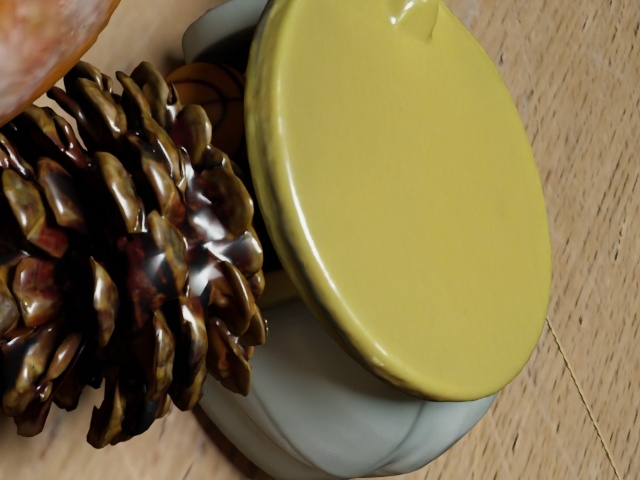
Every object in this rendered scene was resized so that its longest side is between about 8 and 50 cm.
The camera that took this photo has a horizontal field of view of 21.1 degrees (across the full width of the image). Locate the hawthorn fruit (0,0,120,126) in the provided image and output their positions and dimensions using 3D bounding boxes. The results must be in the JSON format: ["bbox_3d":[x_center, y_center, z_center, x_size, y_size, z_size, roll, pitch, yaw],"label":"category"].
[{"bbox_3d":[-0.178,-0.156,0.614,0.263,0.231,0.235,-111,-163,-44],"label":"hawthorn fruit"}]

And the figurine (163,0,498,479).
[{"bbox_3d":[0.000,0.000,0.843,0.176,0.133,0.236,0,73,-42],"label":"figurine"}]

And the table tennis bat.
[{"bbox_3d":[0.038,-0.082,0.793,0.198,0.050,0.321,16,61,-45],"label":"table tennis bat"}]

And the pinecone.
[{"bbox_3d":[-0.101,0.008,0.697,0.173,0.173,0.173,24,58,-44],"label":"pinecone"}]
